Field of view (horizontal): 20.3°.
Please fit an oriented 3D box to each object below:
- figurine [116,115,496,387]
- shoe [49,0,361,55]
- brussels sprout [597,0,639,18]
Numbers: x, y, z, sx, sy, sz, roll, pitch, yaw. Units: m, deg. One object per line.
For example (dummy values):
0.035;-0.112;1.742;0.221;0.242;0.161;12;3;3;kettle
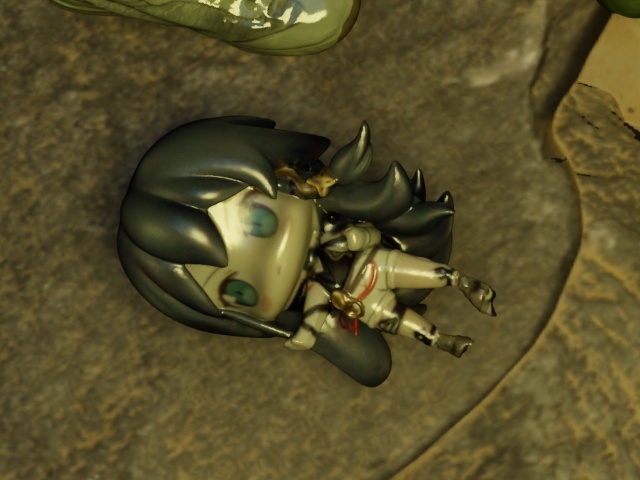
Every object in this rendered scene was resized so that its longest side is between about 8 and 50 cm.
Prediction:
-0.015;0.004;1.307;0.265;0.197;0.175;25;84;-11;figurine
-0.104;-0.211;1.397;0.274;0.098;0.103;8;86;6;shoe
0.240;-0.248;1.344;0.131;0.145;0.183;-36;34;24;brussels sprout
